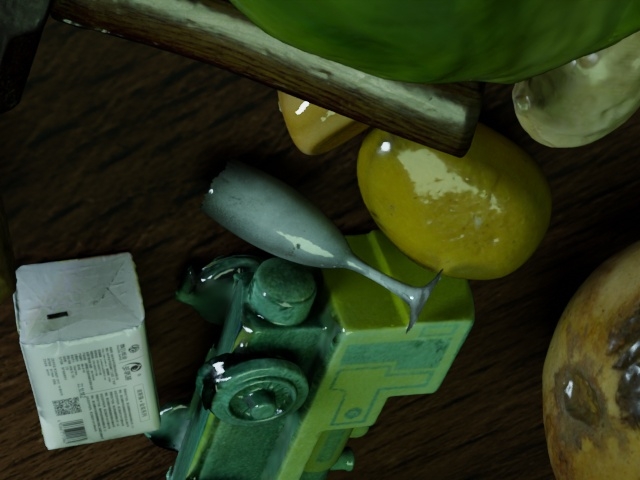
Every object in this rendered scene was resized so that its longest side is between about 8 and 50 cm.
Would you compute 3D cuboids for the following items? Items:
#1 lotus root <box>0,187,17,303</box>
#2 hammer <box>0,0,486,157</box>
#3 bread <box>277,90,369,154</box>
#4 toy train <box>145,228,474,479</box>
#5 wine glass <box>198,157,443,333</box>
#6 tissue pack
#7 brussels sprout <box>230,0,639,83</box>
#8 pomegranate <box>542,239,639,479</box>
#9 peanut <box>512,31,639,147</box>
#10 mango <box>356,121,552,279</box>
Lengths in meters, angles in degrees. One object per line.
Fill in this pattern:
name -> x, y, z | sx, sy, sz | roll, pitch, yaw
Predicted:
lotus root -> -0.359, -0.021, 1.054 | 0.291, 0.193, 0.193 | -4, 137, -19
hammer -> -0.070, -0.145, 1.005 | 0.409, 0.095, 0.242 | 19, 129, -13
bread -> 0.068, -0.151, 1.106 | 0.239, 0.074, 0.092 | -33, 174, 20
toy train -> -0.029, 0.149, 1.364 | 0.237, 0.150, 0.369 | -1, 138, -23
wine glass -> 0.000, 0.000, 1.205 | 0.198, 0.066, 0.066 | 30, 129, 1
tissue pack -> -0.199, 0.094, 1.283 | 0.106, 0.099, 0.148 | -9, 138, -8
brussels sprout -> 0.059, -0.252, 0.863 | 0.315, 0.276, 0.371 | -31, 141, -2
pomegranate -> 0.345, 0.138, 1.330 | 0.322, 0.322, 0.322 | -8, 138, -7
peanut -> 0.235, -0.169, 1.111 | 0.263, 0.101, 0.117 | -48, 170, 31
mango -> 0.107, -0.045, 1.222 | 0.137, 0.098, 0.195 | -28, 129, 18
